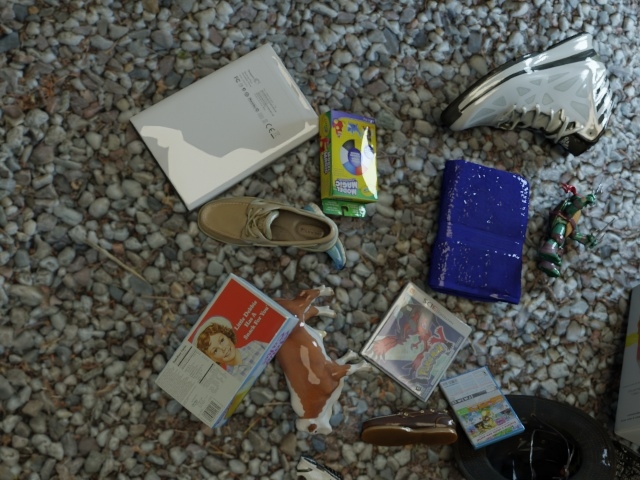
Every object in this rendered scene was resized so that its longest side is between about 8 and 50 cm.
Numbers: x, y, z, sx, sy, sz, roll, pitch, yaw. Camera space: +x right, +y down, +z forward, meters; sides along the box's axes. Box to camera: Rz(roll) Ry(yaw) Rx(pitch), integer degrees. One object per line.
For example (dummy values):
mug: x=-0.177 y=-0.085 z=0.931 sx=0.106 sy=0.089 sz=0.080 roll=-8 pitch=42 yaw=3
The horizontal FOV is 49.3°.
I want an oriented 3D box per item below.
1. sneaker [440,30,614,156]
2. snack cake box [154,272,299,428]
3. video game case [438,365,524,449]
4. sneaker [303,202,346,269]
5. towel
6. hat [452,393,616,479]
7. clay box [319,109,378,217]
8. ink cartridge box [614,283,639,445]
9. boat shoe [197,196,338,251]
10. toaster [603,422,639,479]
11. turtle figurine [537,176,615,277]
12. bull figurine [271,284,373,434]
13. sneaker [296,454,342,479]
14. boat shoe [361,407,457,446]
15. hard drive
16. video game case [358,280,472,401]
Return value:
sneaker: x=0.511 y=-0.295 z=1.617 sx=0.448 sy=0.169 sz=0.257 roll=-26 pitch=86 yaw=-17
snack cake box: x=-0.184 y=0.217 z=1.383 sx=0.152 sy=0.089 sz=0.264 roll=35 pitch=89 yaw=15
video game case: x=0.347 y=0.359 z=1.513 sx=0.119 sy=0.015 sz=0.166 roll=-15 pitch=49 yaw=-14
sneaker: x=0.000 y=0.000 z=1.527 sx=0.073 sy=0.063 sz=0.162 roll=-33 pitch=81 yaw=-4
towel: x=0.361 y=-0.016 z=1.597 sx=0.228 sy=0.076 sz=0.308 roll=13 pitch=78 yaw=-17
hat: x=0.448 y=0.478 z=1.492 sx=0.331 sy=0.331 sz=0.134 roll=-17 pitch=129 yaw=-14
clay box: x=0.063 y=-0.167 z=1.541 sx=0.127 sy=0.053 sz=0.222 roll=4 pitch=79 yaw=-35
ink cartridge box: x=0.838 y=0.293 z=1.553 sx=0.279 sy=0.160 sz=0.384 roll=26 pitch=61 yaw=-7
boat shoe: x=-0.114 y=-0.037 z=1.458 sx=0.302 sy=0.098 sz=0.109 roll=10 pitch=84 yaw=5
toaster: x=0.631 y=0.523 z=1.545 sx=0.168 sy=0.110 sz=0.185 roll=32 pitch=76 yaw=-6
turtle figurine: x=0.587 y=-0.035 z=1.626 sx=0.234 sy=0.118 sz=0.175 roll=-54 pitch=135 yaw=-13
bull figurine: x=-0.013 y=0.248 z=1.457 sx=0.188 sy=0.101 sz=0.310 roll=-25 pitch=88 yaw=-17
sneaker: x=-0.002 y=0.491 z=1.458 sx=0.109 sy=0.040 sz=0.043 roll=31 pitch=93 yaw=-2
boat shoe: x=0.187 y=0.397 z=1.497 sx=0.207 sy=0.073 sz=0.073 roll=4 pitch=43 yaw=-8
hard drive: x=-0.199 y=-0.250 z=1.523 sx=0.353 sy=0.047 sz=0.233 roll=-33 pitch=90 yaw=-15
video game case: x=0.213 y=0.223 z=1.548 sx=0.183 sy=0.023 sz=0.201 roll=37 pitch=76 yaw=-4
